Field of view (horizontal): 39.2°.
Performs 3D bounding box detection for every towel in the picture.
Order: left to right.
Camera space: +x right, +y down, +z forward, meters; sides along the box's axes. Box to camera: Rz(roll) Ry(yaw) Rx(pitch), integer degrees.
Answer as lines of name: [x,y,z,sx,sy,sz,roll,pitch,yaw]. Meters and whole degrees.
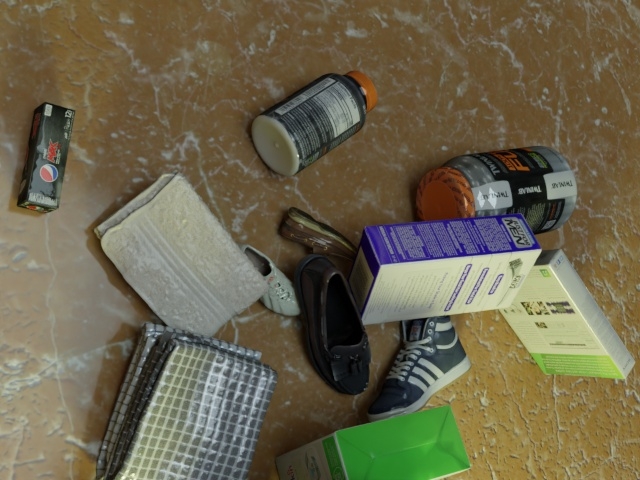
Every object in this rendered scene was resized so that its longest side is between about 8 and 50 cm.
towel: [-0.233,0.035,1.535,0.187,0.049,0.282,-40,108,-4]
towel: [-0.215,0.299,1.491,0.235,0.121,0.284,22,84,-28]

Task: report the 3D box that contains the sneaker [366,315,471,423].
sneaker: [0.178,0.243,1.785,0.282,0.099,0.153,-27,103,-38]

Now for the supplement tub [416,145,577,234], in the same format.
supplement tub: [0.369,-0.092,1.889,0.316,0.193,0.194,-11,91,-34]

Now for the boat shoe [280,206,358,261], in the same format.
boat shoe: [0.000,0.000,1.727,0.178,0.064,0.060,29,101,-26]

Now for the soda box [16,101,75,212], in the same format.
soda box: [-0.443,-0.133,1.449,0.053,0.060,0.169,14,76,-32]

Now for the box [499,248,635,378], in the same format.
box: [0.496,0.161,1.921,0.058,0.232,0.322,-45,109,-27]

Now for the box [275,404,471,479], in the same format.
box: [0.092,0.406,1.624,0.262,0.231,0.127,-6,71,-32]

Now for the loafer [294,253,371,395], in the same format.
loafer: [0.033,0.170,1.669,0.109,0.095,0.302,-29,114,-24]

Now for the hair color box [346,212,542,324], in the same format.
hair color box: [0.233,0.055,1.738,0.339,0.185,0.110,-4,50,-18]

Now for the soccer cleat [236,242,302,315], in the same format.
soccer cleat: [-0.094,0.075,1.642,0.196,0.076,0.068,41,65,-23]

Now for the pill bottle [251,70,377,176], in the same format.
pill bottle: [-0.002,-0.233,1.703,0.245,0.130,0.130,-36,104,-30]
